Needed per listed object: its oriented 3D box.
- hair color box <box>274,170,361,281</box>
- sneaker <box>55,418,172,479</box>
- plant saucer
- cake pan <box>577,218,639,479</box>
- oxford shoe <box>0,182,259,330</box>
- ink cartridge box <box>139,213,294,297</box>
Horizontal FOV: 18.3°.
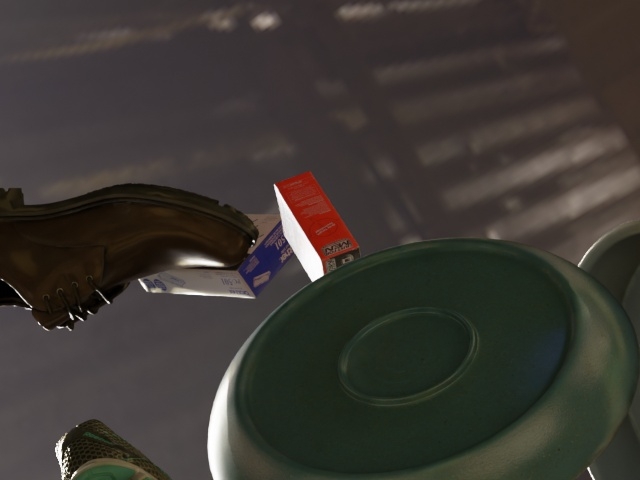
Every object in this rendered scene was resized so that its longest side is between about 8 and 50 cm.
[{"bbox_3d":[0.000,0.000,1.997,0.141,0.043,0.072,-123,17,-50],"label":"hair color box"},{"bbox_3d":[-0.079,0.149,1.011,0.166,0.065,0.076,57,179,-36],"label":"sneaker"},{"bbox_3d":[0.065,0.093,1.406,0.318,0.317,0.044,-83,-22,-53],"label":"plant saucer"},{"bbox_3d":[0.297,0.121,1.528,0.054,0.293,0.293,-15,-108,-31],"label":"cake pan"},{"bbox_3d":[-0.150,0.018,1.314,0.083,0.227,0.096,57,-148,-59],"label":"oxford shoe"},{"bbox_3d":[-0.122,0.016,2.305,0.097,0.207,0.046,-49,-60,-28],"label":"ink cartridge box"}]
